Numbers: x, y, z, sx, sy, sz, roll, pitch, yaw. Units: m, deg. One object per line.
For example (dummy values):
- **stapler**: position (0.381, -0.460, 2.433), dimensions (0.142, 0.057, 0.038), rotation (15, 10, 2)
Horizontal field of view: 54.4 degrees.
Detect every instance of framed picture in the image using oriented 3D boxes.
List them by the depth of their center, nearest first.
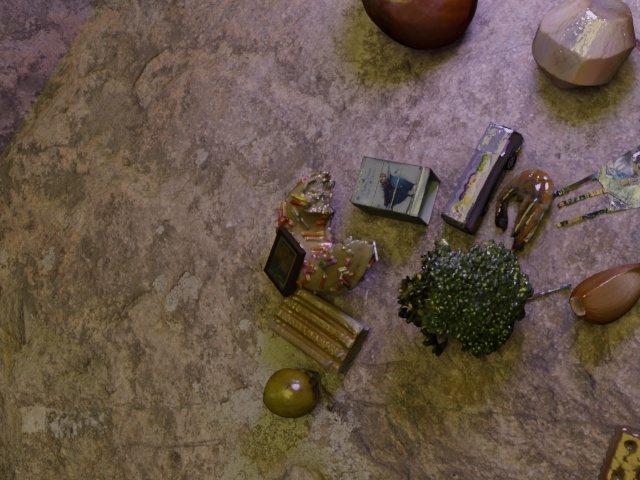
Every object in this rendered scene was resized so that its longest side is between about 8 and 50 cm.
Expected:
- **framed picture**: position (-0.108, 0.064, 1.849), dimensions (0.128, 0.023, 0.169), rotation (49, 130, 37)

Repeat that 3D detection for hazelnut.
- **hazelnut**: position (0.292, -0.749, 1.833), dimensions (0.365, 0.365, 0.366), rotation (-5, 76, 23)

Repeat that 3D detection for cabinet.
- **cabinet**: position (0.222, -0.143, 1.828), dimensions (0.206, 0.150, 0.145), rotation (14, 84, 26)

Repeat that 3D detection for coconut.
- **coconut**: position (0.695, -0.520, 1.663), dimensions (0.259, 0.259, 0.260), rotation (-5, 76, 23)

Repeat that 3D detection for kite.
- **kite**: position (0.765, -0.125, 1.652), dimensions (0.309, 0.015, 0.170), rotation (-27, 70, 16)

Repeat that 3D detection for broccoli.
- **broccoli**: position (0.371, 0.153, 1.631), dimensions (0.333, 0.272, 0.324), rotation (11, 84, -5)

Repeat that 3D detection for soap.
- **soap**: position (-0.008, 0.264, 1.877), dimensions (0.274, 0.089, 0.174), rotation (31, 95, 27)

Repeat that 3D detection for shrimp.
- **shrimp**: position (0.540, -0.083, 1.715), dimensions (0.145, 0.059, 0.255), rotation (33, 98, 35)

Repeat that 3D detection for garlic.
- **garlic**: position (0.723, 0.126, 1.566), dimensions (0.206, 0.128, 0.115), rotation (-38, 23, 9)

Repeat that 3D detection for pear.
- **pear**: position (-0.086, 0.450, 1.839), dimensions (0.162, 0.149, 0.149), rotation (-1, 78, 18)

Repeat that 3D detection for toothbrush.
- **toothbrush**: position (0.577, 0.149, 1.676), dimensions (0.193, 0.019, 0.013), rotation (-22, 71, 20)

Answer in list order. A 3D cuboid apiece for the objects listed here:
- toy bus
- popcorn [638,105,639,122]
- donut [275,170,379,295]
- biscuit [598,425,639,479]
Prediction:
- **toy bus**: position (0.449, -0.179, 1.739), dimensions (0.112, 0.138, 0.317), rotation (27, 92, 25)
- **popcorn**: position (0.923, -0.329, 1.536), dimensions (0.250, 0.190, 0.251), rotation (-1, 88, 32)
- **donut**: position (-0.007, -0.002, 1.854), dimensions (0.307, 0.150, 0.371), rotation (-54, 54, 39)
- **biscuit**: position (0.757, 0.629, 1.475), dimensions (0.217, 0.044, 0.325), rotation (23, 88, 25)
